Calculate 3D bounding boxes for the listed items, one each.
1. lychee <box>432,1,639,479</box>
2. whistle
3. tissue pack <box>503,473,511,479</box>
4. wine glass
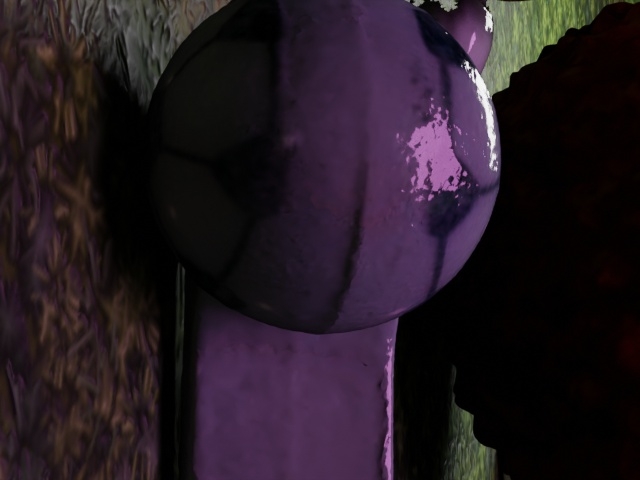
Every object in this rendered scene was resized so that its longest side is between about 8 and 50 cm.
[{"bbox_3d":[0.292,0.006,1.364,0.425,0.424,0.500,71,27,-50],"label":"lychee"},{"bbox_3d":[0.000,0.000,0.758,0.163,0.163,0.290,25,64,-74],"label":"whistle"},{"bbox_3d":[0.230,0.240,1.711,0.099,0.106,0.149,-58,145,-64],"label":"tissue pack"},{"bbox_3d":[0.081,-0.094,1.228,0.072,0.072,0.155,69,24,-52],"label":"wine glass"}]
